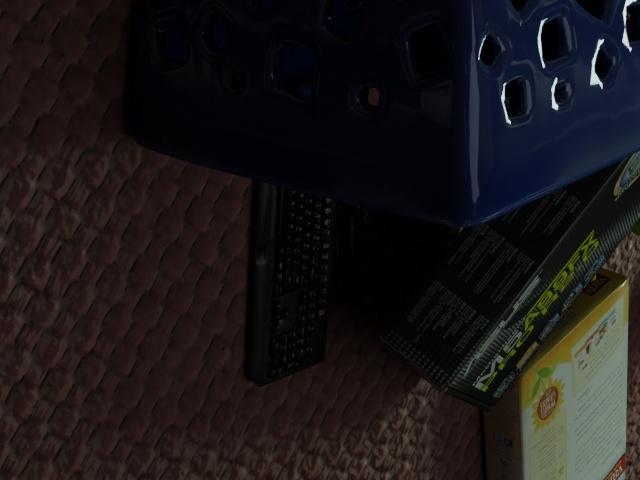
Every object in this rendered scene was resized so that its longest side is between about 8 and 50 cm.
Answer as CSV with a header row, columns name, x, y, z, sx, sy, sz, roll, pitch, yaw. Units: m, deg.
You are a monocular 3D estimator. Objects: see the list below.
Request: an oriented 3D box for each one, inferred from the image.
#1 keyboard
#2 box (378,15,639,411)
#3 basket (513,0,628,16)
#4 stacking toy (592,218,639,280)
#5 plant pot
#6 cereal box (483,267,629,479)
name,x,y,z,sx,sy,sz,roll,pitch,yaw
keyboard,0.000,0.000,0.980,0.100,0.038,0.192,-23,125,-46
box,0.164,-0.006,1.070,0.270,0.060,0.216,-52,163,0
basket,0.180,-0.262,0.998,0.227,0.154,0.204,-48,125,-34
stacking toy,0.252,-0.066,1.280,0.221,0.052,0.167,-25,128,-47
plant pot,0.051,-0.155,0.810,0.236,0.236,0.212,-24,119,-45
cereal box,0.210,0.163,1.335,0.173,0.047,0.240,-36,134,-38
